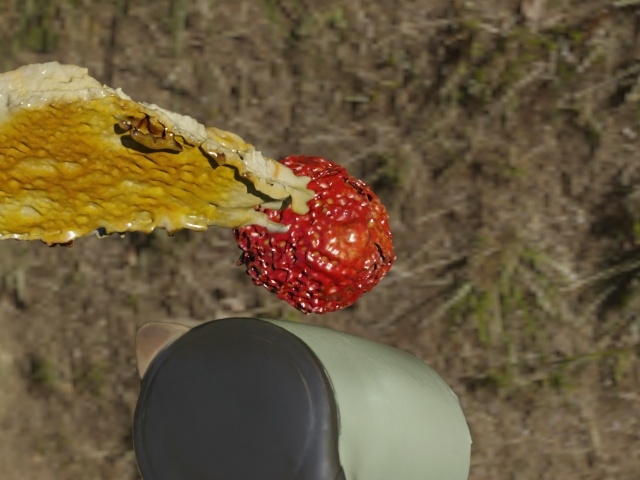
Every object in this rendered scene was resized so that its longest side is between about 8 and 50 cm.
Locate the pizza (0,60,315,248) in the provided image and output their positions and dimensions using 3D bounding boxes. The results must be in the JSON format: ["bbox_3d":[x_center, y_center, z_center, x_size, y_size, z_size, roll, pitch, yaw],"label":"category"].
[{"bbox_3d":[-0.153,-0.057,1.230,0.297,0.189,0.071,4,55,5],"label":"pizza"}]

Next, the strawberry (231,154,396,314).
[{"bbox_3d":[0.000,0.000,2.030,0.201,0.184,0.187,20,113,62],"label":"strawberry"}]

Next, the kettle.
[{"bbox_3d":[0.007,0.152,1.208,0.240,0.255,0.165,44,96,23],"label":"kettle"}]
